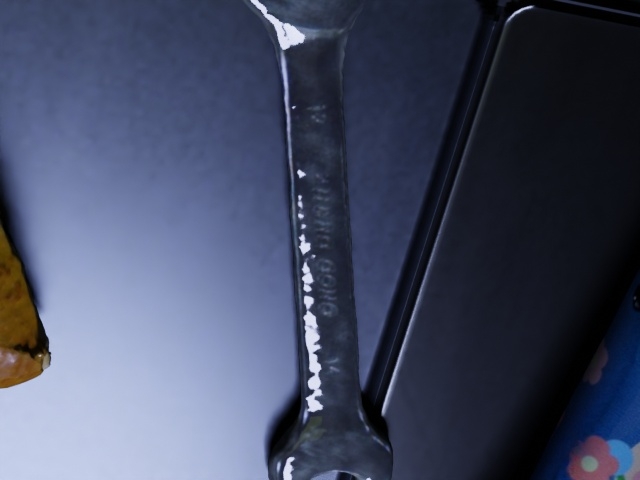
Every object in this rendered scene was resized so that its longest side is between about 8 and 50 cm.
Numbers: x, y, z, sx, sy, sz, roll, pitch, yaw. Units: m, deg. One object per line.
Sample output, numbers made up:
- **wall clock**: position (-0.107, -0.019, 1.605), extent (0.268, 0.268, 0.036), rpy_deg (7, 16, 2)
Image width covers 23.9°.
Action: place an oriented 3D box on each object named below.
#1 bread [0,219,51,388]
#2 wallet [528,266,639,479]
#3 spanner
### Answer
- **bread**: position (-0.173, 0.001, 0.501), extent (0.136, 0.054, 0.154), rpy_deg (-14, 117, -4)
- **wallet**: position (0.157, 0.100, 0.634), extent (0.141, 0.059, 0.202), rpy_deg (19, 109, -16)
- **spanner**: position (0.000, 0.000, 0.564), extent (0.054, 0.015, 0.254), rpy_deg (-9, 119, -10)
